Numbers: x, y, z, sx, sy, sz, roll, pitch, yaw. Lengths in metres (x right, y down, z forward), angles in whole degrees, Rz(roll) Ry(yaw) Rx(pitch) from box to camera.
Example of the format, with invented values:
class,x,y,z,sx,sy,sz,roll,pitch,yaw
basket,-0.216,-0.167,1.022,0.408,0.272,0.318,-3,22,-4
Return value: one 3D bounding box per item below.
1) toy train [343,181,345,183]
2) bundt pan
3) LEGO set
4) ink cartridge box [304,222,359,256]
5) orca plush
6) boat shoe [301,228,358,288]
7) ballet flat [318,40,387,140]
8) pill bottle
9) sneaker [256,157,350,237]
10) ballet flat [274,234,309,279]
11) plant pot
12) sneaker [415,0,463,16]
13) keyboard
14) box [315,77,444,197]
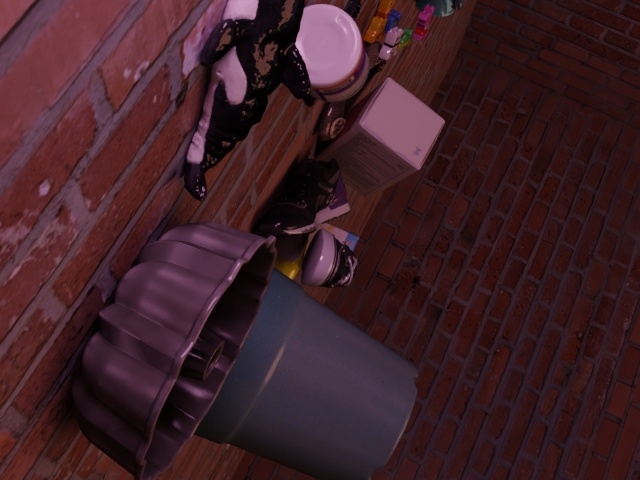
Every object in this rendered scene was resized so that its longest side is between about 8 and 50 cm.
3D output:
class,x,y,z,sx,sy,sz,roll,pitch,yaw
toy train,0.046,-0.175,1.823,0.184,0.080,0.105,-62,179,-19
bundt pan,-0.180,0.117,0.980,0.330,0.124,0.331,-62,174,-12
LEGO set,0.151,-0.441,1.624,0.227,0.087,0.093,-44,157,-54
ink cartridge box,0.000,0.000,1.897,0.092,0.143,0.090,-65,-169,3
orca plush,-0.066,-0.169,0.877,0.287,0.102,0.151,-65,173,9
boat shoe,0.023,0.046,1.563,0.301,0.102,0.108,166,-55,-86
ballet flat,0.067,-0.293,1.607,0.249,0.058,0.084,-61,172,-24
pill bottle,0.012,-0.252,1.139,0.108,0.108,0.193,-65,174,4
sneaker,-0.042,-0.085,1.524,0.283,0.107,0.124,-31,116,-61
ballet flat,-0.054,-0.019,1.644,0.077,0.077,0.231,108,4,-60
plant pot,-0.031,0.253,1.438,0.341,0.334,0.341,-61,-174,11
sneaker,0.270,-0.594,1.824,0.295,0.124,0.178,-42,148,-75
keyboard,0.030,-0.311,1.359,0.192,0.038,0.100,-65,173,-1
box,0.114,-0.199,1.639,0.126,0.149,0.232,-59,-167,-22
